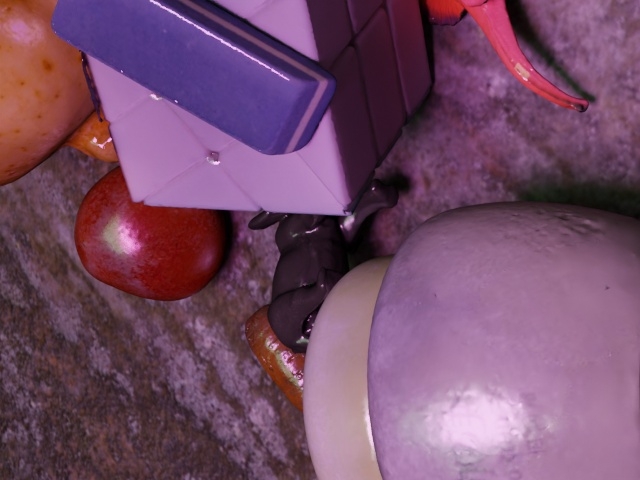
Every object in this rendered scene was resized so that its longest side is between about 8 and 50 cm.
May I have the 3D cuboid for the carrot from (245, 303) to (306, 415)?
[{"bbox_3d":[-0.014,0.148,1.529,0.186,0.060,0.060,53,130,11],"label":"carrot"}]

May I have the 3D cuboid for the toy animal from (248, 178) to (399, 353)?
[{"bbox_3d":[-0.005,-0.003,1.399,0.114,0.245,0.146,25,146,-13],"label":"toy animal"}]

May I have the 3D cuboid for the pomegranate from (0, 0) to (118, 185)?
[{"bbox_3d":[-0.357,-0.215,1.517,0.410,0.410,0.410,14,112,36],"label":"pomegranate"}]

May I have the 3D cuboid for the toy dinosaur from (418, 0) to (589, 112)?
[{"bbox_3d":[0.124,-0.217,1.301,0.139,0.070,0.286,-29,88,52],"label":"toy dinosaur"}]

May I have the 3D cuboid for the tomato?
[{"bbox_3d":[-0.185,-0.009,1.558,0.167,0.167,0.167,14,112,36],"label":"tomato"}]

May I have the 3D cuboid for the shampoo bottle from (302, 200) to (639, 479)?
[{"bbox_3d":[0.172,0.126,1.193,0.317,0.322,0.323,-9,98,30],"label":"shampoo bottle"}]

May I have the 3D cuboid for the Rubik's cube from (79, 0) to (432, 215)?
[{"bbox_3d":[-0.053,-0.173,1.276,0.231,0.225,0.221,3,127,23],"label":"Rubik's cube"}]

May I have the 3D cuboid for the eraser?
[{"bbox_3d":[-0.101,-0.146,1.143,0.225,0.036,0.082,30,130,1],"label":"eraser"}]
